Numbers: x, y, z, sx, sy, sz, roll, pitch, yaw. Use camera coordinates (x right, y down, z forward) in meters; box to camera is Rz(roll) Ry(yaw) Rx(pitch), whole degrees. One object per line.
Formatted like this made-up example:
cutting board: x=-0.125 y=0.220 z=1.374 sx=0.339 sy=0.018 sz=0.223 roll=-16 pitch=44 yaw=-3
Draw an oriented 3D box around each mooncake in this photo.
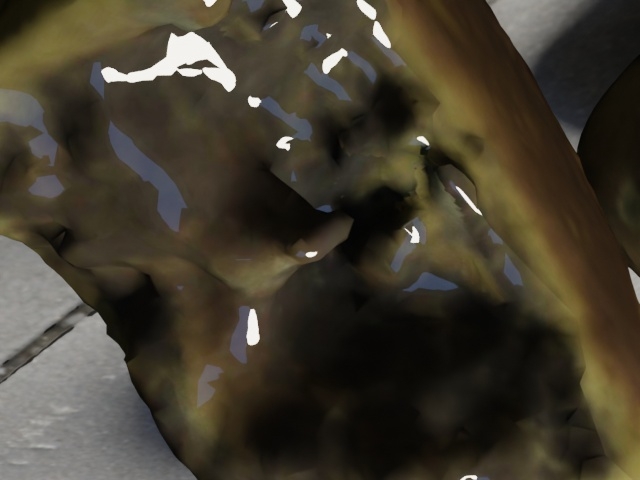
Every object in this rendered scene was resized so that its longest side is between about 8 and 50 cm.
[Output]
mooncake: x=0.000 y=0.000 z=0.791 sx=0.246 sy=0.394 sz=0.393 roll=-29 pitch=154 yaw=26

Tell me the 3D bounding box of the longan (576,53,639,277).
longan: x=0.280 y=-0.045 z=0.937 sx=0.248 sy=0.248 sz=0.248 roll=-6 pitch=144 yaw=-5
